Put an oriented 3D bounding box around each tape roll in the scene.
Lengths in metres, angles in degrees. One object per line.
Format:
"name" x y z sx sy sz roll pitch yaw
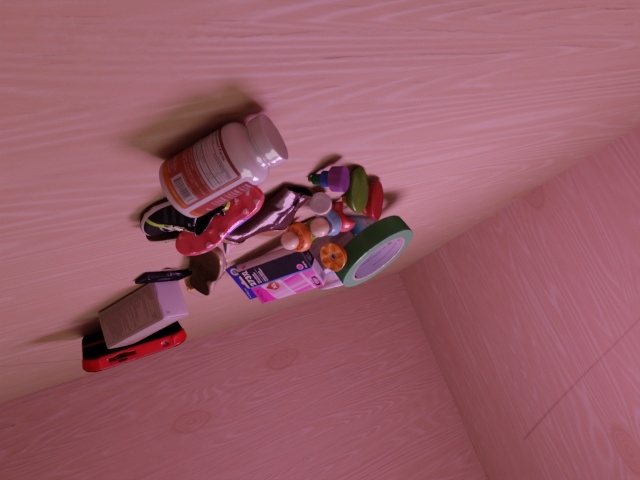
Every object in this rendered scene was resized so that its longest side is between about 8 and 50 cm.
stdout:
"tape roll" 0.195 0.043 1.621 0.321 0.077 0.321 -31 156 -15

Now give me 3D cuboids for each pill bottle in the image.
"pill bottle" -0.173 -0.138 0.797 0.216 0.121 0.121 -25 166 15
"pill bottle" 0.003 -0.105 1.282 0.065 0.065 0.116 -22 180 4

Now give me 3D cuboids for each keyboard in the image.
"keyboard" -0.513 0.117 1.461 0.108 0.023 0.180 -22 169 31

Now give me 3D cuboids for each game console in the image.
"game console" -0.771 0.407 1.804 0.386 0.060 0.342 -14 -168 -27

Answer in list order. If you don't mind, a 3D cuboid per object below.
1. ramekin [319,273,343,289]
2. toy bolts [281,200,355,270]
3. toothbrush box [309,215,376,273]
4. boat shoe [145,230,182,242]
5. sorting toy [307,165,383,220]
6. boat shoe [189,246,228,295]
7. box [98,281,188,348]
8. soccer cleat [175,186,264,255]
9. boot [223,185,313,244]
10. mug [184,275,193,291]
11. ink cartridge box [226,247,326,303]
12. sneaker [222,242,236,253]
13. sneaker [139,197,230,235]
"ramekin" 0.103 0.116 2.027 0.276 0.135 0.277 -18 -178 1
"toy bolts" 0.000 0.000 1.414 0.158 0.218 0.228 -26 167 -48
"toothbrush box" 0.114 0.018 1.729 0.216 0.126 0.295 -44 158 26
"boat shoe" -0.356 -0.025 1.092 0.152 0.056 0.048 -23 164 -26
"sorting toy" 0.071 -0.141 1.264 0.126 0.127 0.365 5 176 27
"boat shoe" -0.357 0.082 1.431 0.098 0.109 0.302 -56 180 -34
"box" -0.640 0.264 1.575 0.310 0.148 0.121 -26 166 24
"soccer cleat" -0.240 -0.045 1.070 0.248 0.083 0.095 -38 180 2
"boot" -0.158 -0.081 1.176 0.207 0.090 0.248 -44 155 29
"mug" -0.452 0.142 1.580 0.078 0.062 0.064 -23 176 32
"ink cartridge box" -0.177 0.135 1.642 0.370 0.176 0.069 -19 -149 27
"sneaker" -0.258 0.000 1.334 0.070 0.051 0.134 -9 158 -24
"sneaker" -0.307 -0.049 0.979 0.234 0.097 0.084 -27 165 20
